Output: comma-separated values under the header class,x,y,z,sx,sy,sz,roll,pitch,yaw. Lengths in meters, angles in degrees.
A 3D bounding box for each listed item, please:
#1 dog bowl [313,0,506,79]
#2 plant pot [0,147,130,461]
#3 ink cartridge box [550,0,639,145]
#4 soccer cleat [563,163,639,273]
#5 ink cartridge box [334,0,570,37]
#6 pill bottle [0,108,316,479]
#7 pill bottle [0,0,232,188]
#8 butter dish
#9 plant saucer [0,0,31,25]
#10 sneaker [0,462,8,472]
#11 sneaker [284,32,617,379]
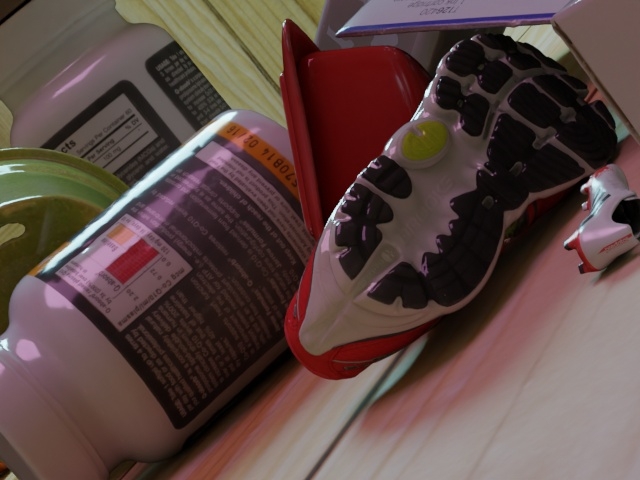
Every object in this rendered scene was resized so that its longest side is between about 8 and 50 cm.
class,x,y,z,sx,sy,sz,roll,pitch,yaw
dog bowl,0.094,-0.211,1.393,0.349,0.102,0.349,23,-90,-80
plant pot,-0.228,0.055,1.315,0.276,0.276,0.254,-40,9,-11
ink cartridge box,0.242,-0.138,0.595,0.273,0.114,0.197,-44,8,-28
soccer cleat,0.135,-0.013,0.749,0.035,0.029,0.083,-25,15,31
ink cartridge box,0.207,-0.204,1.004,0.303,0.072,0.307,5,49,48
pill bottle,-0.110,0.050,1.127,0.278,0.162,0.162,-41,6,-19
pill bottle,-0.191,-0.095,1.731,0.210,0.363,0.210,-38,6,4
butter dish,0.050,-0.057,1.024,0.118,0.160,0.160,-12,-13,11
plant saucer,-0.311,-0.261,1.743,0.278,0.041,0.278,-38,7,5
sneaker,-0.386,0.257,1.850,0.067,0.064,0.175,-63,10,-21
sneaker,0.065,-0.021,0.912,0.279,0.107,0.118,-39,-9,-44
